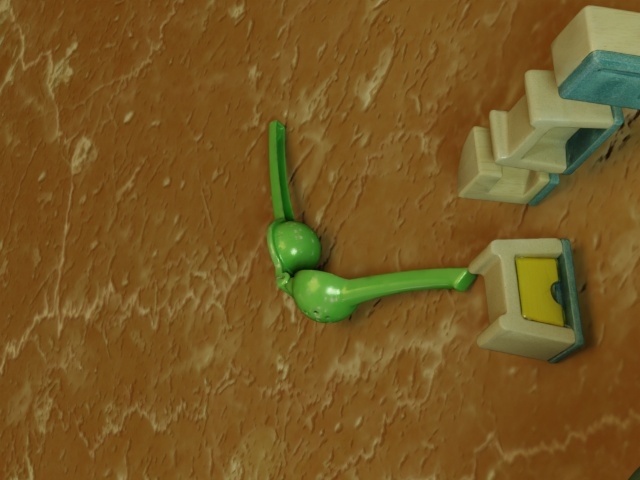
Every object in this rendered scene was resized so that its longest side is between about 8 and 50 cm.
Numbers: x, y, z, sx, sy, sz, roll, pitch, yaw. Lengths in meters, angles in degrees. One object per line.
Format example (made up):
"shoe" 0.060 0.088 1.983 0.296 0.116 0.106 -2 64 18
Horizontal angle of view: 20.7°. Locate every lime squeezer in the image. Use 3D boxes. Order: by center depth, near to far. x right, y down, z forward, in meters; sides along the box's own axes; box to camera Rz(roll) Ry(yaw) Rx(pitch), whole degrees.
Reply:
"lime squeezer" 0.000 0.000 1.434 0.310 0.059 0.110 41 110 50

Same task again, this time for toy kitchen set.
"toy kitchen set" 0.194 -0.029 1.186 0.207 0.122 0.166 130 140 -57

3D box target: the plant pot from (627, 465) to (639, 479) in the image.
"plant pot" 0.287 0.165 0.880 0.290 0.290 0.195 -22 24 45
